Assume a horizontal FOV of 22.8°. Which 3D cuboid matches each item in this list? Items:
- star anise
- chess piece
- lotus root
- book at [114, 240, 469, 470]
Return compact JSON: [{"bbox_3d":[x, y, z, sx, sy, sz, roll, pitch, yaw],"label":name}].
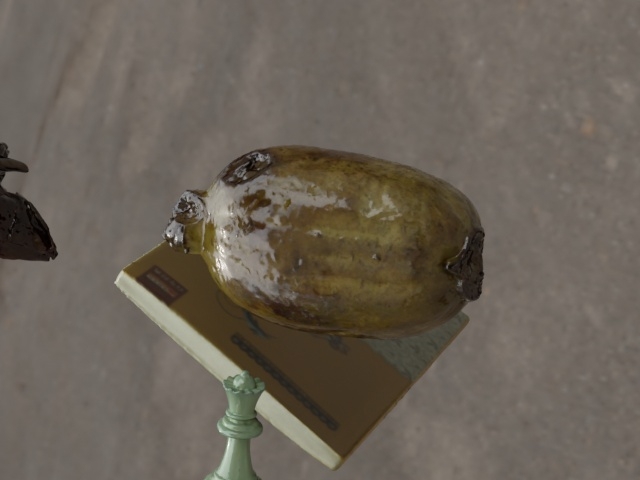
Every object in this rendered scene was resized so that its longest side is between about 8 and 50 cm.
[{"bbox_3d":[-0.256,-0.066,1.119,0.053,0.212,0.157,-26,35,21],"label":"star anise"},{"bbox_3d":[-0.052,0.125,1.002,0.042,0.042,0.093,-136,47,-62],"label":"chess piece"},{"bbox_3d":[0.000,0.000,1.240,0.128,0.260,0.145,22,-104,-76],"label":"lotus root"},{"bbox_3d":[-0.012,0.062,1.576,0.032,0.269,0.389,-54,-7,27],"label":"book"}]
